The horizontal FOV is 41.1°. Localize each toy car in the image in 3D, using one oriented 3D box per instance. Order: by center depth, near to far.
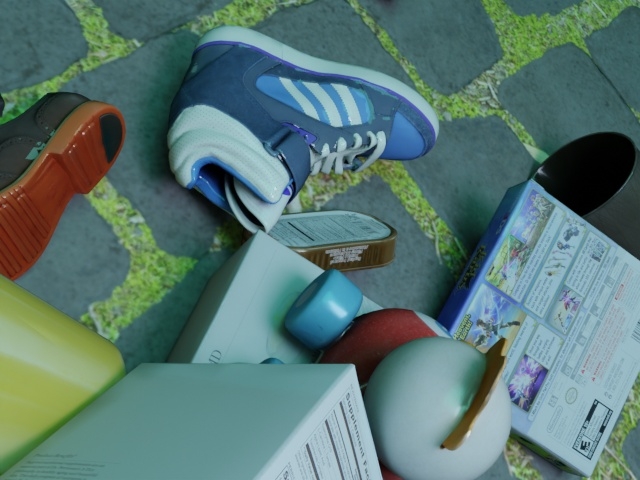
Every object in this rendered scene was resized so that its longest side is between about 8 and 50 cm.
[{"bbox_3d":[0.085,0.125,0.686,0.219,0.238,0.210,41,53,-9],"label":"toy car"}]

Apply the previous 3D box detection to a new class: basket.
[{"bbox_3d":[0.422,-0.019,1.166,0.227,0.204,0.154,37,82,-19],"label":"basket"}]

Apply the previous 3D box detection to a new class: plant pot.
[{"bbox_3d":[-0.292,0.121,0.655,0.239,0.254,0.254,27,55,-34],"label":"plant pot"}]

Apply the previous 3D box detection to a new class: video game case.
[{"bbox_3d":[0.275,0.105,1.036,0.244,0.061,0.269,35,74,-12],"label":"video game case"}]

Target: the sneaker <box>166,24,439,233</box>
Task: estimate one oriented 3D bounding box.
[{"bbox_3d":[-0.017,-0.090,0.969,0.323,0.130,0.236,19,58,-19],"label":"sneaker"}]

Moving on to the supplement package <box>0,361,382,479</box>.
[{"bbox_3d":[-0.094,0.227,0.557,0.262,0.199,0.198,-40,120,-56],"label":"supplement package"}]

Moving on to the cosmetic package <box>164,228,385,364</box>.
[{"bbox_3d":[-0.036,0.152,0.839,0.224,0.138,0.224,32,55,-11],"label":"cosmetic package"}]

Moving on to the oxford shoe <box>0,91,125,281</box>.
[{"bbox_3d":[-0.308,-0.042,0.825,0.098,0.097,0.271,24,57,21],"label":"oxford shoe"}]

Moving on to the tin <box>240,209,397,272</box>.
[{"bbox_3d":[0.000,0.000,0.958,0.189,0.106,0.040,-6,112,-32],"label":"tin"}]

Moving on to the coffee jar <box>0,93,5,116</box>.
[{"bbox_3d":[-0.376,-0.175,0.790,0.184,0.079,0.096,61,18,-16],"label":"coffee jar"}]
